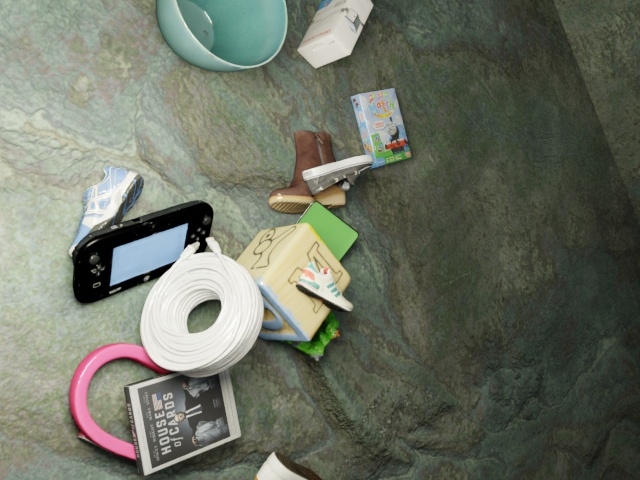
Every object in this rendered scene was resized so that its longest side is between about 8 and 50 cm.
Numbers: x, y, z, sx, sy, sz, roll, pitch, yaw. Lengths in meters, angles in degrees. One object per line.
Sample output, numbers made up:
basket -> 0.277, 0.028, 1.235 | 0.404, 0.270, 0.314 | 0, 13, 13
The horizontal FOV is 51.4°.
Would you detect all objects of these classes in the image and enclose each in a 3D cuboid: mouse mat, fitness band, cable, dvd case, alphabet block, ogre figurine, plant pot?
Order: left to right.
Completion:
fitness band -> -0.369, 0.329, 1.345 | 0.291, 0.054, 0.208 | 37, 61, -33
dvd case -> -0.279, 0.355, 1.373 | 0.239, 0.030, 0.179 | -10, 89, -45
cable -> -0.244, 0.150, 1.357 | 0.257, 0.257, 0.089 | -43, 147, -7
plant pot -> -0.245, -0.496, 1.470 | 0.290, 0.196, 0.289 | 7, 79, -40
alphabet block -> -0.084, 0.098, 1.539 | 0.193, 0.193, 0.197 | 54, 55, -25
ogre figurine -> -0.016, 0.211, 1.650 | 0.118, 0.097, 0.197 | 49, 21, -13
mouse mat -> 0.000, 0.000, 1.689 | 0.190, 0.007, 0.152 | 36, 93, -39

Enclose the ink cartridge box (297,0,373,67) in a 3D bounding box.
ink cartridge box -> 0.040, -0.569, 1.770 | 0.082, 0.140, 0.190 | 39, 61, -33

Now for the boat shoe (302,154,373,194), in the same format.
boat shoe -> 0.054, -0.161, 1.667 | 0.229, 0.080, 0.076 | -19, 94, -44

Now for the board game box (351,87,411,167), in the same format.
board game box -> 0.178, -0.327, 1.928 | 0.160, 0.039, 0.211 | -20, 97, -41

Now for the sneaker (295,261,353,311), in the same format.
sneaker -> 0.021, 0.102, 1.466 | 0.161, 0.057, 0.075 | 32, 70, -31

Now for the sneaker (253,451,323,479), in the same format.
sneaker -> -0.059, 0.605, 1.573 | 0.123, 0.106, 0.290 | -48, 124, -3

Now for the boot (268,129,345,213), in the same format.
boot -> -0.048, -0.179, 1.697 | 0.249, 0.090, 0.206 | -5, 75, -41

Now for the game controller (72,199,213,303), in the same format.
game controller -> -0.354, 0.020, 1.349 | 0.319, 0.067, 0.166 | -23, 134, -42

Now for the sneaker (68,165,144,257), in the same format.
sneaker -> -0.441, -0.055, 1.331 | 0.081, 0.080, 0.211 | 28, 71, 6
